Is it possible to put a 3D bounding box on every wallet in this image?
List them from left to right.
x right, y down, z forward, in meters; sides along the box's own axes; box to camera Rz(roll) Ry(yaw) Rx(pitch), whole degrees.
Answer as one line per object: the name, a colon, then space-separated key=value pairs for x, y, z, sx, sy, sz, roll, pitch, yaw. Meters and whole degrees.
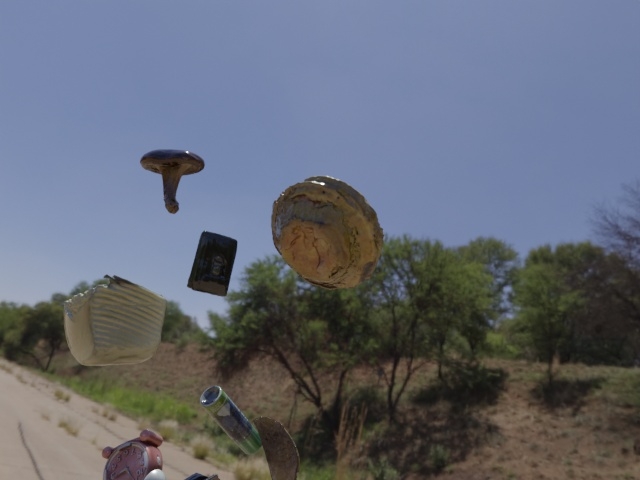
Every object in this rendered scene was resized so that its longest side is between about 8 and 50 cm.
wallet: x=-0.429 y=0.093 z=2.273 sx=0.168 sy=0.245 sz=0.052 roll=16 pitch=-10 yaw=-26

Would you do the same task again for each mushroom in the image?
mushroom: x=-0.515 y=-0.196 z=1.908 sx=0.227 sy=0.218 sz=0.148 roll=0 pitch=-14 yaw=21

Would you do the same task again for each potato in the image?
potato: x=-0.121 y=0.697 z=1.857 sx=0.120 sy=0.261 sz=0.100 roll=-20 pitch=-15 yaw=7

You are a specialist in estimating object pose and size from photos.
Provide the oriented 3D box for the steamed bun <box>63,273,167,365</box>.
steamed bun: x=-0.681 y=0.276 z=1.836 sx=0.290 sy=0.274 sz=0.272 roll=15 pitch=-23 yaw=-38

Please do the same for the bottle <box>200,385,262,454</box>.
bottle: x=-0.330 y=0.683 z=2.130 sx=0.093 sy=0.093 sz=0.330 roll=-1 pitch=-48 yaw=37

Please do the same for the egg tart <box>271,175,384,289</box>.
egg tart: x=0.000 y=0.000 z=1.522 sx=0.352 sy=0.150 sz=0.352 roll=13 pitch=-58 yaw=22

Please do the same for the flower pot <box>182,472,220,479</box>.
flower pot: x=-0.430 y=0.865 z=1.823 sx=0.084 sy=0.251 sz=0.179 roll=21 pitch=8 yaw=25

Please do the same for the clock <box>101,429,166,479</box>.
clock: x=-0.449 y=0.569 z=1.372 sx=0.165 sy=0.162 sz=0.093 roll=-25 pitch=-43 yaw=6
